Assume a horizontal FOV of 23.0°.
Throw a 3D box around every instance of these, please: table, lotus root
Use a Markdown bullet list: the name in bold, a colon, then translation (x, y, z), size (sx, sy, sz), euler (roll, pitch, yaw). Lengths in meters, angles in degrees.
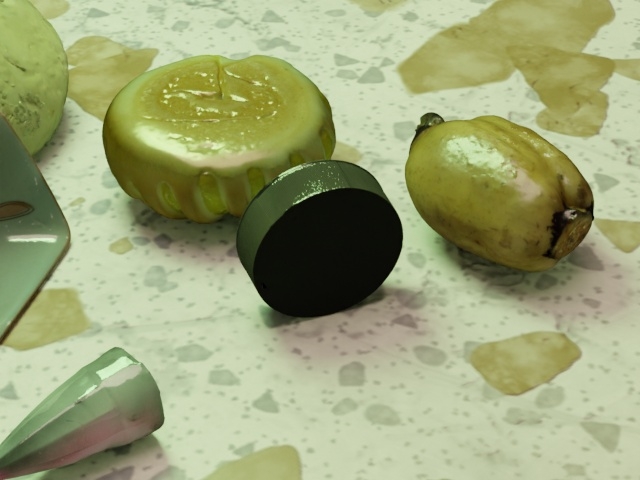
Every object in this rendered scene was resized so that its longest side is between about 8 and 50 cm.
- **table**: translation (0.000, 0.000, 1.297), size (0.133, 0.133, 0.043), euler (-14, 40, -15)
- **lotus root**: translation (0.144, -0.050, 1.372), size (0.125, 0.118, 0.221), euler (8, 19, -46)

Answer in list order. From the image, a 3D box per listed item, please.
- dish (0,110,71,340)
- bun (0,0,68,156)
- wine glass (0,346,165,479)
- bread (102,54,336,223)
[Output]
- **dish**: translation (-0.310, 0.007, 1.310), size (0.064, 0.154, 0.234), euler (-11, 31, 28)
- **bun**: translation (-0.371, -0.166, 1.519), size (0.259, 0.152, 0.259), euler (-1, 35, 1)
- **wine glass**: translation (-0.197, 0.147, 1.170), size (0.155, 0.073, 0.073), euler (-32, 46, -28)
- **bread**: translation (-0.091, -0.087, 1.439), size (0.213, 0.104, 0.213), euler (1, 38, -1)
